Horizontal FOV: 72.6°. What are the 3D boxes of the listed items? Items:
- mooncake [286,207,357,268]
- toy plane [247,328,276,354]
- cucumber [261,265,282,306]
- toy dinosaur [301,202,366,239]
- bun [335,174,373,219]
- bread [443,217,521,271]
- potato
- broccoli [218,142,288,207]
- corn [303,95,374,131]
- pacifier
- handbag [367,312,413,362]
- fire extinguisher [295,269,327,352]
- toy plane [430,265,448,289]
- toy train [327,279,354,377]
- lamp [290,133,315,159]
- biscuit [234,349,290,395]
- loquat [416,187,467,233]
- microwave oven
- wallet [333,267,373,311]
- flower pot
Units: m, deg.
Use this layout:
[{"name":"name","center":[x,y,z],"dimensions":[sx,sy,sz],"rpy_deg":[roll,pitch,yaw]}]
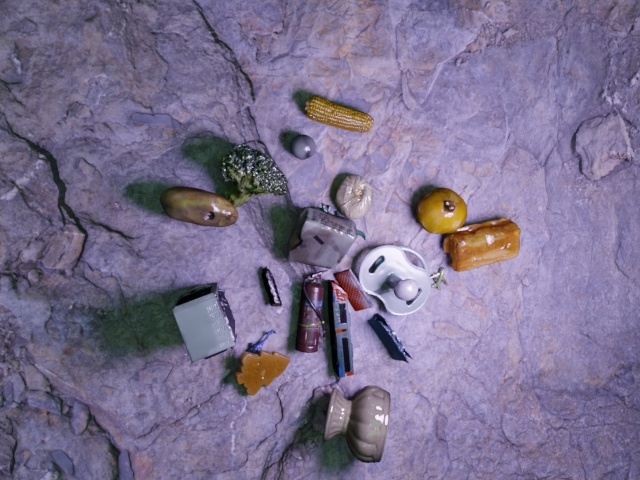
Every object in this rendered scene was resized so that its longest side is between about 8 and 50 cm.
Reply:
[{"name":"mooncake","center":[0.001,-0.004,1.767],"dimensions":[0.254,0.250,0.136],"rpy_deg":[18,44,-13]},{"name":"toy plane","center":[-0.251,0.438,1.810],"dimensions":[0.167,0.054,0.062],"rpy_deg":[-51,125,-5]},{"name":"cucumber","center":[-0.205,0.195,1.810],"dimensions":[0.053,0.053,0.182],"rpy_deg":[-17,93,-11]},{"name":"toy dinosaur","center":[0.061,-0.088,1.844],"dimensions":[0.292,0.079,0.120],"rpy_deg":[11,95,-10]},{"name":"bun","center":[0.147,-0.183,1.840],"dimensions":[0.164,0.111,0.188],"rpy_deg":[21,91,-9]},{"name":"bread","center":[0.717,0.013,1.944],"dimensions":[0.344,0.149,0.195],"rpy_deg":[-11,113,-10]},{"name":"potato","center":[-0.460,-0.128,1.673],"dimensions":[0.296,0.191,0.141],"rpy_deg":[16,77,-12]},{"name":"broccoli","center":[-0.280,-0.244,1.730],"dimensions":[0.245,0.248,0.288],"rpy_deg":[-33,112,27]},{"name":"corn","center":[0.078,-0.517,1.823],"dimensions":[0.312,0.102,0.102],"rpy_deg":[15,89,-15]},{"name":"pacifier","center":[0.336,0.168,1.811],"dimensions":[0.343,0.269,0.288],"rpy_deg":[38,91,-13]},{"name":"handbag","center":[0.303,0.421,1.875],"dimensions":[0.057,0.144,0.221],"rpy_deg":[-34,97,-15]},{"name":"fire extinguisher","center":[-0.028,0.291,1.826],"dimensions":[0.141,0.105,0.341],"rpy_deg":[7,90,-33]},{"name":"toy plane","center":[0.537,0.170,1.970],"dimensions":[0.102,0.040,0.111],"rpy_deg":[17,87,-14]},{"name":"toy train","center":[0.087,0.368,1.857],"dimensions":[0.089,0.086,0.410],"rpy_deg":[-5,93,-12]},{"name":"lamp","center":[-0.072,-0.384,1.791],"dimensions":[0.105,0.105,0.105],"rpy_deg":[0,92,-12]},{"name":"biscuit","center":[-0.239,0.527,1.797],"dimensions":[0.238,0.041,0.212],"rpy_deg":[-14,113,-24]},{"name":"loquat","center":[0.522,-0.127,1.854],"dimensions":[0.213,0.246,0.213],"rpy_deg":[0,85,-2]},{"name":"microwave oven","center":[-0.423,0.291,1.639],"dimensions":[0.181,0.295,0.238],"rpy_deg":[-21,96,-11]},{"name":"wallet","center":[0.140,0.213,1.864],"dimensions":[0.020,0.103,0.196],"rpy_deg":[-41,103,-43]},{"name":"flower pot","center":[0.147,0.733,1.789],"dimensions":[0.244,0.307,0.308],"rpy_deg":[12,89,5]}]
